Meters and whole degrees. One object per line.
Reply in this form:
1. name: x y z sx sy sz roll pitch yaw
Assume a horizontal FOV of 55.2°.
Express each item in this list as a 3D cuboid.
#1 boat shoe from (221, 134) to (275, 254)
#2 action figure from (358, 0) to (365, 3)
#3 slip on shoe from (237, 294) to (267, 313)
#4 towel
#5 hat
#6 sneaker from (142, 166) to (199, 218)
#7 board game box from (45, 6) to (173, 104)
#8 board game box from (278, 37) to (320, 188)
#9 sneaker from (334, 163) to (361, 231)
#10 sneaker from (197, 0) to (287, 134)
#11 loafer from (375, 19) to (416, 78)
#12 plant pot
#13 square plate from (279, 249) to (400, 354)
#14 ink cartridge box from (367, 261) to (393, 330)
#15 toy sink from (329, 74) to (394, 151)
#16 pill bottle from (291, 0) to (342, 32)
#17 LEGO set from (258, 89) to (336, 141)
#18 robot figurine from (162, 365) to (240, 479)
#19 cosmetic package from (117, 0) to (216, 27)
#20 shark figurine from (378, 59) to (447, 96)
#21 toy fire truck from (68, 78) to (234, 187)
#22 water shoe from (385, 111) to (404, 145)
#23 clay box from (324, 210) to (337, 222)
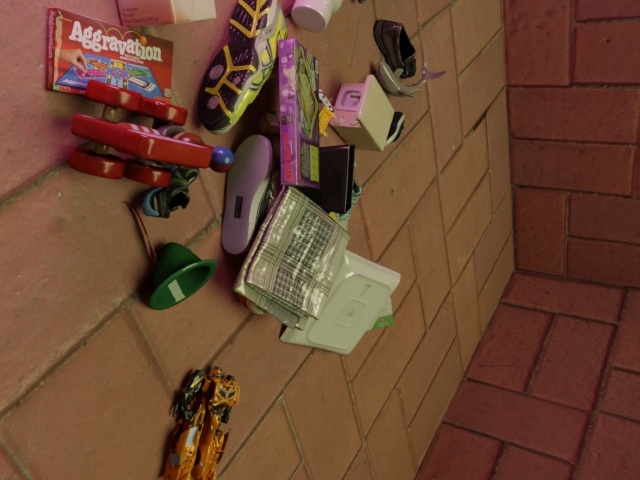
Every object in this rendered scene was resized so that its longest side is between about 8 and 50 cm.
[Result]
1. boat shoe: -0.168 -0.114 1.559 0.105 0.113 0.306 -8 107 -64
2. action figure: 0.150 -0.905 1.807 0.341 0.179 0.330 59 40 -49
3. slip on shoe: -0.102 0.074 1.691 0.331 0.101 0.123 -43 127 -31
4. towel: -0.060 0.057 1.616 0.312 0.056 0.324 39 71 -46
5. hat: -0.353 0.027 1.382 0.173 0.183 0.208 -23 159 -47
6. sneaker: -0.313 -0.104 1.335 0.188 0.078 0.067 -62 168 -49
7. board game box: -0.402 -0.347 1.199 0.281 0.027 0.144 -7 103 -58
8. board game box: -0.050 -0.306 1.541 0.208 0.056 0.346 -5 94 -78
9. sneaker: 0.065 -0.128 1.918 0.110 0.122 0.282 -37 129 -48
10. sneaker: -0.163 -0.408 1.458 0.147 0.145 0.384 44 62 -53
11. loafer: 0.288 -0.665 2.160 0.302 0.095 0.109 35 69 -56
12. plant pot: 0.004 -0.181 1.733 0.187 0.167 0.188 -48 141 -77
13. square plate: 0.082 0.216 1.932 0.347 0.049 0.344 24 104 -49
14. ink cartridge box: 0.155 0.196 2.104 0.092 0.160 0.219 -116 -164 -63
15. toy sink: 0.123 -0.402 1.932 0.234 0.131 0.152 37 67 -61
16. pill bottle: 0.006 -0.690 1.665 0.131 0.131 0.229 45 60 -53
17. LEGO set: -0.065 -0.313 1.718 0.287 0.107 0.132 -38 94 -42
18. robot figurine: -0.288 0.465 1.543 0.211 0.085 0.290 31 72 -58
19. cosmetic package: -0.313 -0.568 1.166 0.129 0.153 0.296 -35 125 -51
20. shark figurine: 0.313 -0.537 2.151 0.278 0.116 0.166 -11 124 -36
21. toy fire truck: -0.304 -0.178 1.160 0.302 0.254 0.169 5 105 -59
22. water shoe: 0.259 -0.382 2.211 0.203 0.073 0.080 -56 143 -34
23. clay box: 0.000 0.000 1.843 0.053 0.128 0.222 -51 137 -38
